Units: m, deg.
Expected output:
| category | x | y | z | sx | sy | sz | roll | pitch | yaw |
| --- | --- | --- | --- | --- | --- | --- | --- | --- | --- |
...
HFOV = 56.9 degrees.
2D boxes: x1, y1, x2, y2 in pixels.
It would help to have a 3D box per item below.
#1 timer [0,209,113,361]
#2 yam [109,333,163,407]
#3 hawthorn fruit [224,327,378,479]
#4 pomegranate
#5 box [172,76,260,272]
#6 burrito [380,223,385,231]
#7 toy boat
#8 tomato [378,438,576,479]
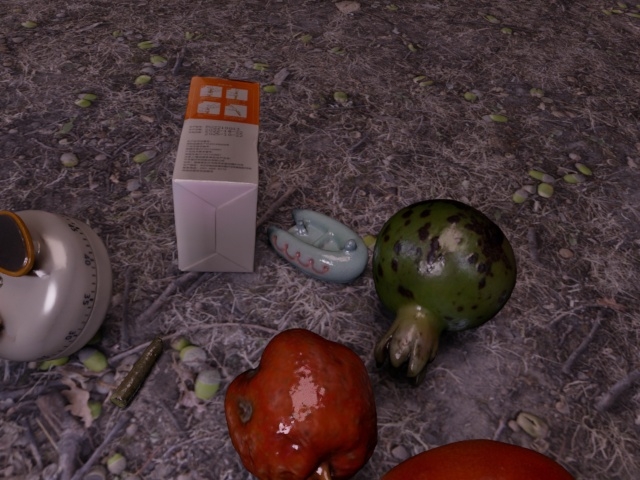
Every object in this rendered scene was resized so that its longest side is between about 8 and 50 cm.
| category | x | y | z | sx | sy | sz | roll | pitch | yaw |
| --- | --- | --- | --- | --- | --- | --- | --- | --- | --- |
| timer | -0.426 | 0.070 | 0.920 | 0.233 | 0.240 | 0.234 | -3 | 81 | 19 |
| yam | -0.275 | 0.199 | 0.911 | 0.033 | 0.027 | 0.129 | -8 | 36 | 33 |
| hawthorn fruit | -0.014 | 0.246 | 0.755 | 0.207 | 0.207 | 0.243 | -9 | 37 | -16 |
| pomegranate | 0.171 | 0.074 | 0.986 | 0.306 | 0.242 | 0.242 | -46 | 59 | -6 |
| box | -0.191 | -0.133 | 1.134 | 0.143 | 0.225 | 0.341 | 2 | 44 | -8 |
| burrito | 0.178 | -0.004 | 1.173 | 0.074 | 0.044 | 0.118 | -26 | 48 | -35 |
| toy boat | 0.000 | 0.000 | 1.124 | 0.207 | 0.079 | 0.134 | 33 | 46 | 27 |
| tomato | 0.165 | 0.365 | 0.637 | 0.298 | 0.226 | 0.299 | -7 | 59 | 12 |
